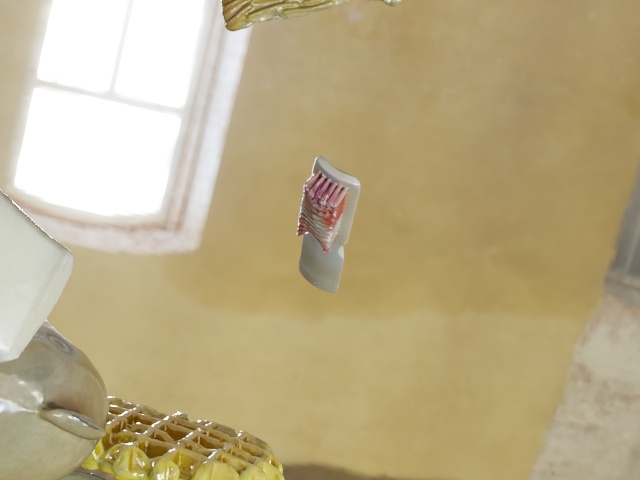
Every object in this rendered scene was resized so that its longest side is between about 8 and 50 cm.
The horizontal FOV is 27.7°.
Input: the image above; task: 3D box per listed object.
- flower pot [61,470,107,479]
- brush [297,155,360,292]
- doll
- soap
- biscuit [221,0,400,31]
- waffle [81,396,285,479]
[{"bbox_3d":[-0.325,0.409,1.590,0.212,0.212,0.202,11,151,-18],"label":"flower pot"},{"bbox_3d":[0.000,0.000,1.510,0.060,0.050,0.321,32,159,9],"label":"brush"},{"bbox_3d":[-0.340,0.106,1.116,0.329,0.174,0.235,28,160,-14],"label":"doll"},{"bbox_3d":[-0.212,0.005,0.650,0.121,0.064,0.183,47,149,-22],"label":"soap"},{"bbox_3d":[-0.001,-0.287,1.342,0.176,0.228,0.031,43,180,9],"label":"biscuit"},{"bbox_3d":[-0.186,0.244,1.537,0.309,0.065,0.283,16,-177,-36],"label":"waffle"}]
